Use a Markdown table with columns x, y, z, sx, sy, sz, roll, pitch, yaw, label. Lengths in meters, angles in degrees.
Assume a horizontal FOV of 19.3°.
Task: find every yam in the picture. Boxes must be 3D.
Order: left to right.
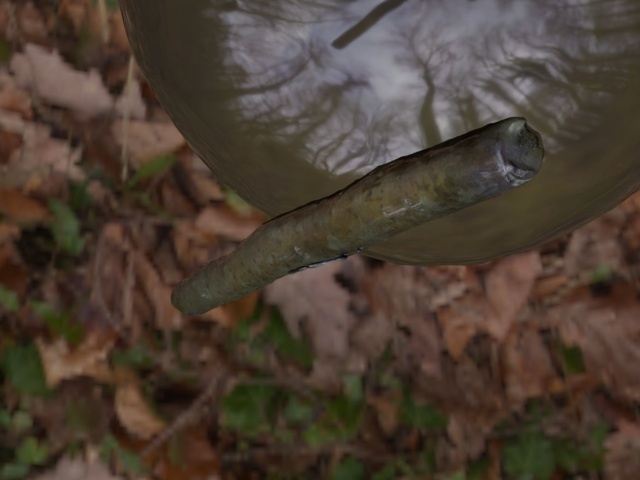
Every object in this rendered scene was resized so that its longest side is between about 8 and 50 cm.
| x | y | z | sx | sy | sz | roll | pitch | yaw | label |
| --- | --- | --- | --- | --- | --- | --- | --- | --- | --- |
| 0.001 | -0.001 | 0.680 | 0.027 | 0.029 | 0.234 | 6 | 163 | -30 | yam |

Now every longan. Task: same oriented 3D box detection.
| x | y | z | sx | sy | sz | roll | pitch | yaw | label |
| --- | --- | --- | --- | --- | --- | --- | --- | --- | --- |
| 0.063 | -0.184 | 1.030 | 0.404 | 0.336 | 0.405 | -1 | 93 | -18 | longan |
